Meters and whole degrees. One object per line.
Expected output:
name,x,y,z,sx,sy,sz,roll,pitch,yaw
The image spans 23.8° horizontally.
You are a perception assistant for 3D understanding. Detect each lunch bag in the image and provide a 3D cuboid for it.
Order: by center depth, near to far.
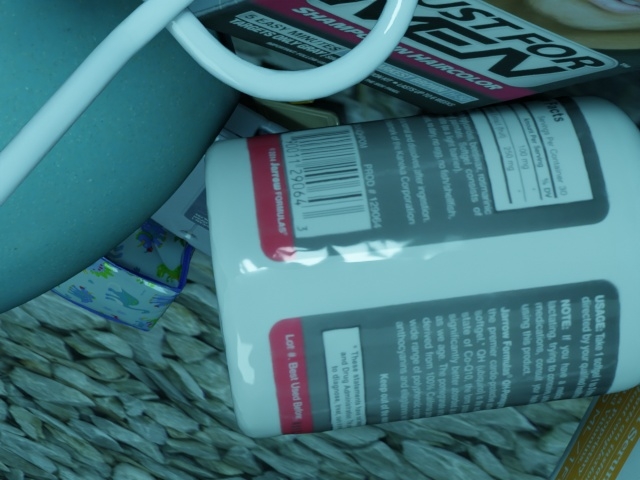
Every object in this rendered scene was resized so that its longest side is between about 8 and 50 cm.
lunch bag,-0.188,0.001,1.283,0.151,0.096,0.129,20,154,-11

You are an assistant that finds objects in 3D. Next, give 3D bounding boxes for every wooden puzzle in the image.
wooden puzzle,-0.012,-0.080,1.088,0.078,0.014,0.116,21,155,15

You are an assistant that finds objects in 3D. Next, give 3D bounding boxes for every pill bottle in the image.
pill bottle,0.099,0.010,0.885,0.319,0.176,0.176,-7,149,-2

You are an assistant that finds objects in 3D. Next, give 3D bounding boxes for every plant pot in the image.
plant pot,-0.159,-0.120,0.912,0.195,0.290,0.290,-19,143,2

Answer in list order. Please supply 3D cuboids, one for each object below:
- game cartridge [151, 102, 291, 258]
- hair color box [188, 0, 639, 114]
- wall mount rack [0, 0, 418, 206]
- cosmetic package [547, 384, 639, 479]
game cartridge,0.000,0.000,1.159,0.294,0.060,0.196,29,154,-9
hair color box,0.129,-0.160,0.670,0.185,0.113,0.374,15,163,-40
wall mount rack,-0.107,-0.161,0.514,0.350,0.304,0.130,48,170,-14
cosmetic package,0.268,0.213,0.938,0.161,0.230,0.453,28,-178,-7
